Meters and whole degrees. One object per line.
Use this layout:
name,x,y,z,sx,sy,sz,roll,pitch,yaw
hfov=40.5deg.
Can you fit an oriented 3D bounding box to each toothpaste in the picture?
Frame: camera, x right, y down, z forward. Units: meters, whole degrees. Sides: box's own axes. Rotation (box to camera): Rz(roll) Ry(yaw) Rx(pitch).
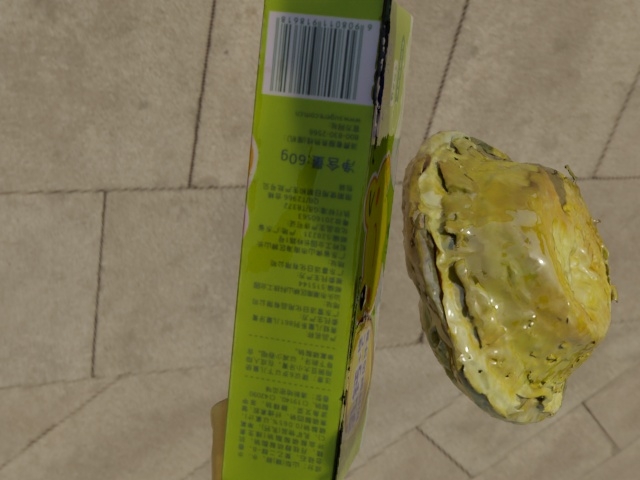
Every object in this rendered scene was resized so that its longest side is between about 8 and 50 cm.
toothpaste,0.000,0.000,0.568,0.077,0.110,0.327,8,100,11

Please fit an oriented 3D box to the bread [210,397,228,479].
bread,-0.074,0.264,1.095,0.134,0.173,0.085,-30,136,29

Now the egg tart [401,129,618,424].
egg tart,0.182,0.024,0.777,0.116,0.294,0.295,-17,141,34
